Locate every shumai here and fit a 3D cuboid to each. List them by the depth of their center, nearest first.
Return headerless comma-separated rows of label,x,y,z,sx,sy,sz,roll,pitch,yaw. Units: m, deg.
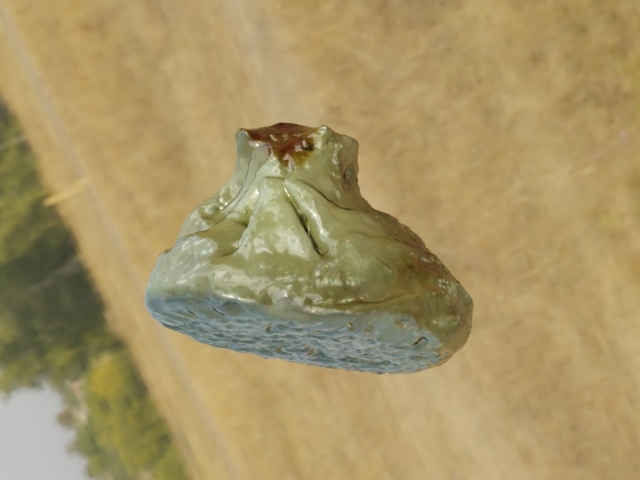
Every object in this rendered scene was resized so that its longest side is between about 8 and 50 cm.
shumai,0.000,0.000,0.648,0.099,0.124,0.087,87,-167,-74
